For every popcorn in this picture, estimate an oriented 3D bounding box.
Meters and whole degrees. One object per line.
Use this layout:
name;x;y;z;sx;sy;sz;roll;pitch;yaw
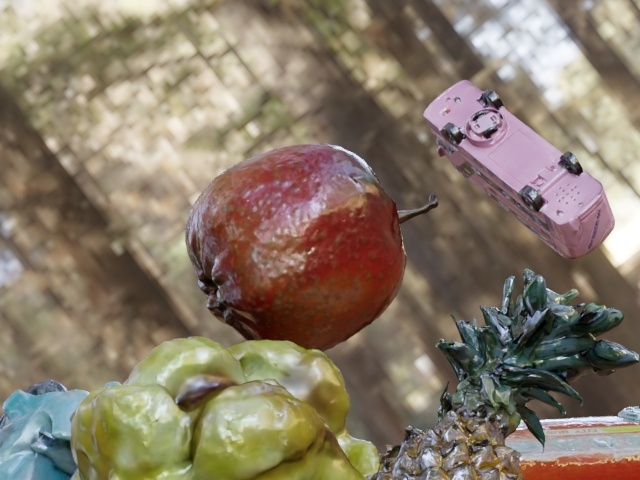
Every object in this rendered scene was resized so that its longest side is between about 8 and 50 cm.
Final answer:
popcorn;-0.069;0.189;1.285;0.225;0.276;0.276;7;-18;-10

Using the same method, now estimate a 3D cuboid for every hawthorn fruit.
hawthorn fruit;0.000;0.000;1.390;0.194;0.157;0.157;-20;-9;-8

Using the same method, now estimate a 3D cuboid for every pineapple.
pineapple;0.083;0.112;0.963;0.103;0.083;0.221;-19;32;53

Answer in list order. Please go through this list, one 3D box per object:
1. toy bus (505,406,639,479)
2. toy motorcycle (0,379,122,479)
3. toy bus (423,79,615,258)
toy bus;0.239;0.227;1.733;0.265;0.121;0.120;-1;11;-15
toy motorcycle;-0.251;0.223;1.548;0.206;0.154;0.260;-8;44;48
toy bus;0.176;-0.062;1.640;0.063;0.203;0.090;-40;-39;-8
